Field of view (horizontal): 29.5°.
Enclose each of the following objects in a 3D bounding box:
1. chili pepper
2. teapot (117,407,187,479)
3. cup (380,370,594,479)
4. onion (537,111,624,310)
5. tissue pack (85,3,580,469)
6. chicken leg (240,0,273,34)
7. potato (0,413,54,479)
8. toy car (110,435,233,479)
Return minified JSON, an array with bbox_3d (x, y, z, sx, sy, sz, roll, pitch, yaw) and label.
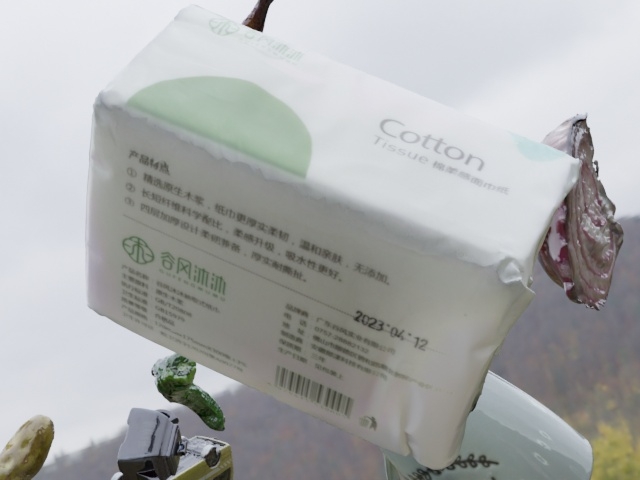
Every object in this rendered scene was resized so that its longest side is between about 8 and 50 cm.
[{"bbox_3d":[-0.174,0.193,1.565,0.073,0.050,0.182,12,-24,20],"label":"chili pepper"},{"bbox_3d":[-0.264,0.339,1.965,0.096,0.177,0.087,-3,-54,7],"label":"teapot"},{"bbox_3d":[0.160,0.267,1.494,0.258,0.234,0.186,-43,15,38],"label":"cup"},{"bbox_3d":[0.394,-0.037,2.006,0.146,0.314,0.280,-2,30,28],"label":"onion"},{"bbox_3d":[0.000,-0.001,1.001,0.194,0.357,0.266,-56,-14,-43],"label":"tissue pack"},{"bbox_3d":[-0.110,-0.332,1.984,0.093,0.053,0.205,-60,1,-36],"label":"chicken leg"},{"bbox_3d":[-0.300,0.219,1.229,0.092,0.046,0.045,-54,-38,-15],"label":"potato"},{"bbox_3d":[-0.274,0.458,2.247,0.101,0.124,0.257,7,22,38],"label":"toy car"}]
